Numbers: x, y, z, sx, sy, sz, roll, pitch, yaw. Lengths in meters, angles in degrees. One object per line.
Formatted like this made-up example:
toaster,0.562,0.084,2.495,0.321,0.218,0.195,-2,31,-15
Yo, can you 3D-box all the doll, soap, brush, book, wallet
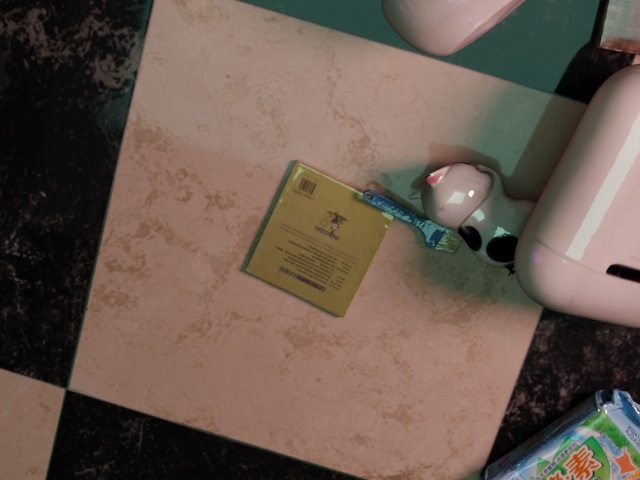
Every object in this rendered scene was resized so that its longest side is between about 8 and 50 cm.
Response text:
doll,0.173,-0.368,1.436,0.251,0.221,0.221,-41,99,-11
soap,0.381,0.345,1.683,0.293,0.077,0.156,-39,99,16
brush,0.134,-0.031,1.621,0.164,0.014,0.051,28,106,-10
book,0.000,0.000,1.657,0.168,0.013,0.192,26,108,-1
wallet,0.445,-0.359,1.479,0.124,0.042,0.230,10,109,1
doll,0.223,-0.041,1.569,0.180,0.107,0.110,40,151,1

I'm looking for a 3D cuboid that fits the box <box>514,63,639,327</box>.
box,0.426,-0.050,1.483,0.288,0.141,0.349,13,112,-34
